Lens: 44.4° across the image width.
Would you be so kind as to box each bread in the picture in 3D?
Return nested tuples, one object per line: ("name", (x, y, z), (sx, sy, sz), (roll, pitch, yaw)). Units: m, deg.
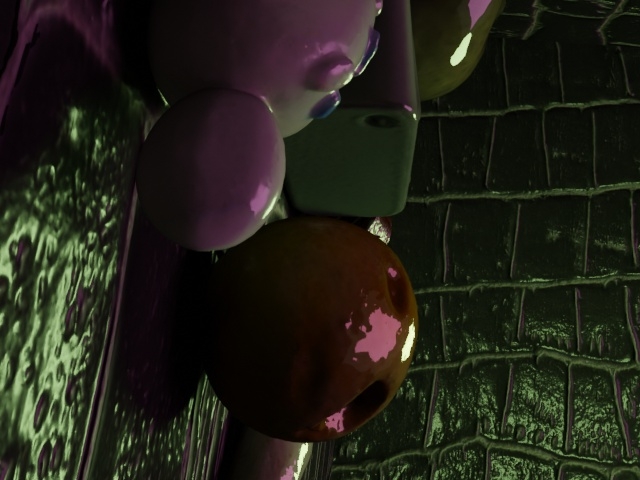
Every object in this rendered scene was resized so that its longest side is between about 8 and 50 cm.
("bread", (0.037, -0.022, 1.287), (0.073, 0.160, 0.160), (52, 39, -47))

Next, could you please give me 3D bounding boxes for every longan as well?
("longan", (0.181, -0.435, 1.457), (0.361, 0.361, 0.361), (6, 90, -84))

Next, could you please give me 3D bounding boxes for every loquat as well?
("loquat", (-0.013, 0.077, 0.715), (0.213, 0.213, 0.213), (6, 90, -84))

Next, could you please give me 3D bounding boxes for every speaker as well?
("speaker", (0.036, -0.176, 1.055), (0.406, 0.183, 0.184), (76, 15, -74))

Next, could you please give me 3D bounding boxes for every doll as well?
("doll", (-0.009, -0.211, 0.497), (0.376, 0.187, 0.366), (-111, -152, -60))

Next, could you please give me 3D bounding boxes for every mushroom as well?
("mushroom", (-0.052, 0.231, 0.999), (0.351, 0.095, 0.123), (-67, 179, -66))
